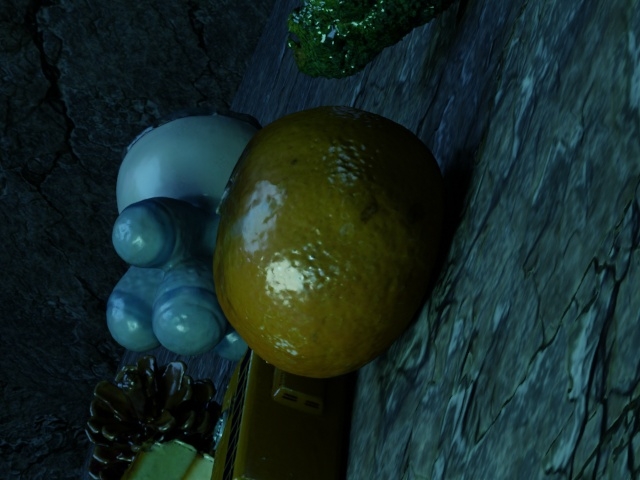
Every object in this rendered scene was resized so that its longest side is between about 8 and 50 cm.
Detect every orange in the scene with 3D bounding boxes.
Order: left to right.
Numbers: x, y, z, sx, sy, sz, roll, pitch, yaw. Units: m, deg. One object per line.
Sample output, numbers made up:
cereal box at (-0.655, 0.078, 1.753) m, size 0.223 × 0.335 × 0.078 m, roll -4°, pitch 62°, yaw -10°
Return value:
orange at (0.000, 0.000, 1.339) m, size 0.224 × 0.170 × 0.224 m, roll -159°, pitch 90°, yaw -82°

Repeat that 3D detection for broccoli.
broccoli at (0.015, -0.289, 1.582) m, size 0.269 × 0.269 × 0.254 m, roll -70°, pitch -17°, yaw 5°

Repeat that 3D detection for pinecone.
pinecone at (-0.185, 0.225, 1.980) m, size 0.185 × 0.169 × 0.212 m, roll -124°, pitch 30°, yaw -51°

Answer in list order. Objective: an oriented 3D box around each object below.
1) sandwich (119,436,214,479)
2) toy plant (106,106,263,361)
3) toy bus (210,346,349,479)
sandwich at (-0.156, 0.330, 1.607) m, size 0.227 × 0.155 × 0.198 m, roll -64°, pitch 0°, yaw -27°
toy plant at (-0.139, 0.018, 2.012) m, size 0.332 × 0.247 × 0.247 m, roll -92°, pitch 23°, yaw -57°
toy bus at (-0.036, 0.169, 1.430) m, size 0.201 × 0.098 × 0.114 m, roll -83°, pitch 16°, yaw -52°
